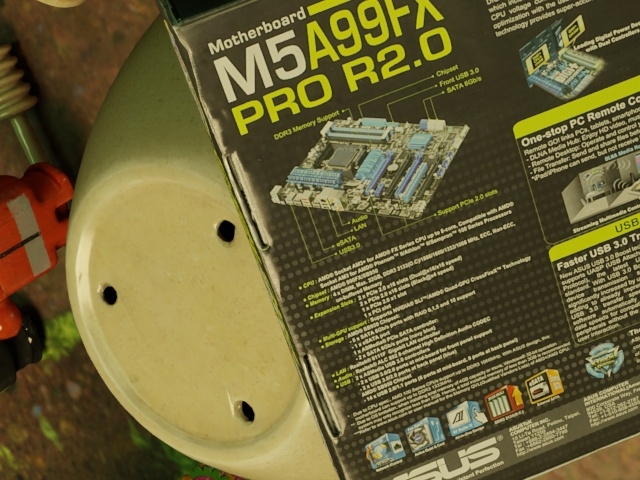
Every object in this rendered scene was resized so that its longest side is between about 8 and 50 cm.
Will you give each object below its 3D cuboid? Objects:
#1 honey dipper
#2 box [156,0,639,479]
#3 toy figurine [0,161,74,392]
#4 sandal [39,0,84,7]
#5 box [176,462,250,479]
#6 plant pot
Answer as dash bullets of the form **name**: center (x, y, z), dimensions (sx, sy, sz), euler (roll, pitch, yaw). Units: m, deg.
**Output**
- **honey dipper**: center (-0.153, -0.032, 0.980), dimensions (0.030, 0.030, 0.160), euler (-15, 104, 41)
- **box**: center (0.103, -0.038, 0.613), dimensions (0.060, 0.270, 0.216), euler (-118, 7, -62)
- **toy figurine**: center (-0.255, 0.005, 0.972), dimensions (0.209, 0.148, 0.213), euler (46, 142, 12)
- **sandal**: center (-0.223, -0.187, 0.922), dimensions (0.240, 0.088, 0.079), euler (41, 124, 9)
- **box**: center (-0.048, 0.325, 0.961), dimensions (0.290, 0.177, 0.279), euler (42, 131, 15)
- **plant pot**: center (0.000, 0.000, 0.766), dimensions (0.284, 0.191, 0.284), euler (17, 120, 32)
